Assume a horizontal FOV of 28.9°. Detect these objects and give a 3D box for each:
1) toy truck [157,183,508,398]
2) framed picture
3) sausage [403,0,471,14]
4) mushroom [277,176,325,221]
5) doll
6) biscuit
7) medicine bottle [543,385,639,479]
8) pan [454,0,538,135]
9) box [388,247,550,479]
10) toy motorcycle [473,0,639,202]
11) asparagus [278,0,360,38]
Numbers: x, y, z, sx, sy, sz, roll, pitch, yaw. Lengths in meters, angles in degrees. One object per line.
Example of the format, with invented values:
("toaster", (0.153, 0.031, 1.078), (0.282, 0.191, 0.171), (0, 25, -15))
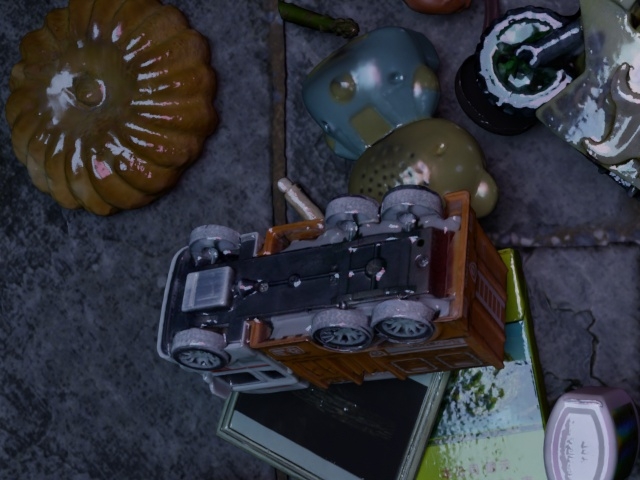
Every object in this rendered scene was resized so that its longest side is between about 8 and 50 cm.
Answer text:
("toy truck", (0.017, 0.078, 1.435), (0.387, 0.207, 0.173), (-10, 57, 28))
("framed picture", (0.007, 0.201, 1.559), (0.293, 0.018, 0.231), (23, 101, 30))
("sausage", (0.114, -0.397, 1.522), (0.133, 0.133, 0.258), (-20, 80, 20))
("mushroom", (0.000, 0.000, 1.586), (0.061, 0.060, 0.187), (-42, 68, 20))
("doll", (0.095, -0.114, 1.492), (0.177, 0.161, 0.261), (-30, 78, 25))
("biscuit", (-0.298, -0.196, 1.694), (0.325, 0.107, 0.326), (-3, 84, 25))
("medicine bottle", (0.303, 0.218, 1.360), (0.078, 0.219, 0.115), (1, 88, 23))
("pan", (0.207, -0.219, 1.505), (0.040, 0.115, 0.212), (135, 136, -56))
("box", (0.179, 0.190, 1.506), (0.187, 0.047, 0.335), (-13, 82, 22))
("toy motorcycle", (0.376, -0.152, 1.383), (0.410, 0.169, 0.237), (41, 110, 10))
("asparagus", (-0.001, -0.274, 1.551), (0.236, 0.034, 0.027), (32, 101, 59))
